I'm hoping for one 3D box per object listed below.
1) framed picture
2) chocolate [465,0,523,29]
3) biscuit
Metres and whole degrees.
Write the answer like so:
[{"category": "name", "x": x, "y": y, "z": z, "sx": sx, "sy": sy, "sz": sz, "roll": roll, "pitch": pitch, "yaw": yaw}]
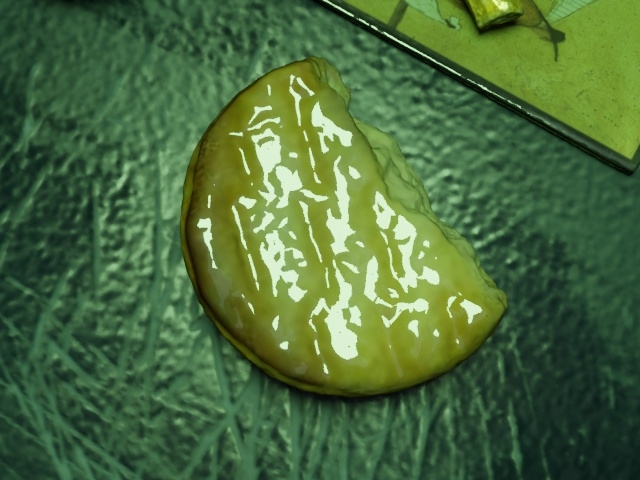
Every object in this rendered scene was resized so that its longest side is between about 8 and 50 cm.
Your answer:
[{"category": "framed picture", "x": 0.178, "y": -0.245, "z": 0.887, "sx": 0.339, "sy": 0.014, "sz": 0.255, "roll": 30, "pitch": 82, "yaw": 2}, {"category": "chocolate", "x": 0.108, "y": -0.279, "z": 0.844, "sx": 0.086, "sy": 0.085, "sz": 0.219, "roll": -22, "pitch": 87, "yaw": -5}, {"category": "biscuit", "x": 0.000, "y": 0.000, "z": 0.810, "sx": 0.213, "sy": 0.091, "sz": 0.274, "roll": -29, "pitch": 86, "yaw": -8}]
